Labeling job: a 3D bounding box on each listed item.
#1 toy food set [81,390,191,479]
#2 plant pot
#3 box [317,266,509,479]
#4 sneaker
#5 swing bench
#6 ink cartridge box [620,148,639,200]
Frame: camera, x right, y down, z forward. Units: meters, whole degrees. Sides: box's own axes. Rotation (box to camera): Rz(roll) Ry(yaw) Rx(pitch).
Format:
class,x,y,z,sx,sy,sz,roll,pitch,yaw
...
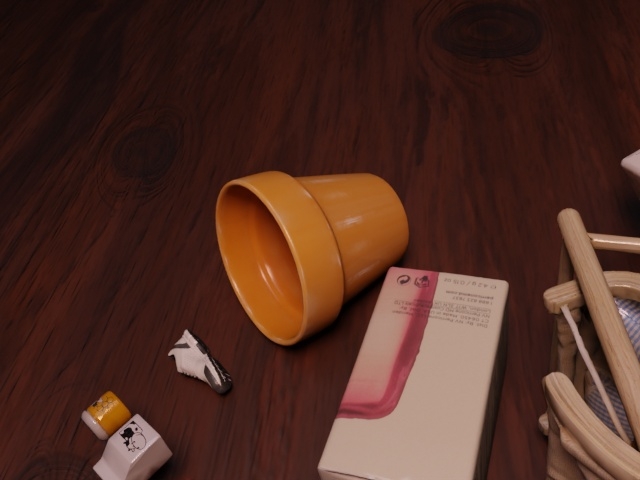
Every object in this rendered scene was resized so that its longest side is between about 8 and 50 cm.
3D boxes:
class,x,y,z,sx,sy,sz,roll,pitch,yaw
toy food set,-0.175,0.256,0.606,0.232,0.111,0.104,29,58,33
plant pot,0.000,0.000,0.781,0.187,0.205,0.205,-21,42,-30
box,0.102,0.162,0.607,0.126,0.149,0.232,7,47,21
sneaker,-0.147,0.156,0.764,0.044,0.040,0.109,-45,46,-8
swing bench,0.253,0.154,0.492,0.165,0.253,0.255,6,44,22
ink cartridge box,0.416,-0.010,0.614,0.100,0.172,0.237,-33,13,15
